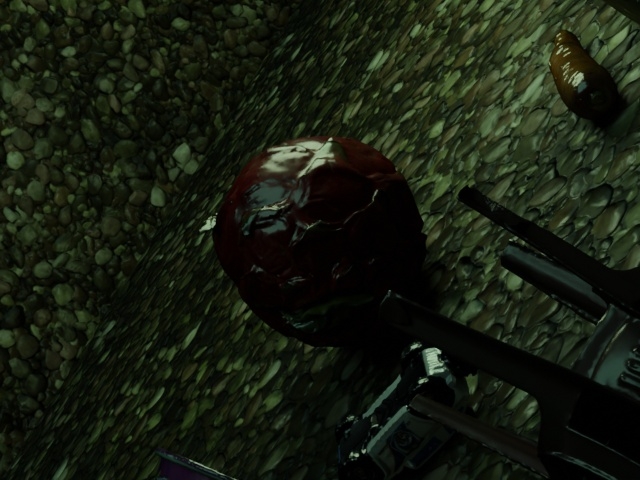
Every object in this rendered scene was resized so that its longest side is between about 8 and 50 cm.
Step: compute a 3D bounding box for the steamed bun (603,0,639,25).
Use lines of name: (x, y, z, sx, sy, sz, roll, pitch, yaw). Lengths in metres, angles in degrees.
steamed bun: (0.325, -0.302, 1.236, 0.166, 0.232, 0.273, -55, 18, 13)

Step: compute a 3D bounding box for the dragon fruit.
dragon fruit: (0.000, 0.000, 1.446, 0.244, 0.244, 0.299, -49, -2, 12)

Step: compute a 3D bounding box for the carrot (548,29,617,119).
carrot: (0.284, -0.188, 1.412, 0.059, 0.059, 0.248, -46, 15, 18)

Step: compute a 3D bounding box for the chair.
chair: (0.222, 0.102, 0.913, 0.326, 0.183, 0.175, 29, 77, 27)

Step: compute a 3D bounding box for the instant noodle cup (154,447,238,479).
instant noodle cup: (-0.061, 0.306, 1.048, 0.251, 0.251, 0.190, -6, 58, 66)

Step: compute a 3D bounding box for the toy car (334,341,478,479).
toy car: (0.083, 0.166, 1.200, 0.170, 0.070, 0.080, -49, 18, 17)
